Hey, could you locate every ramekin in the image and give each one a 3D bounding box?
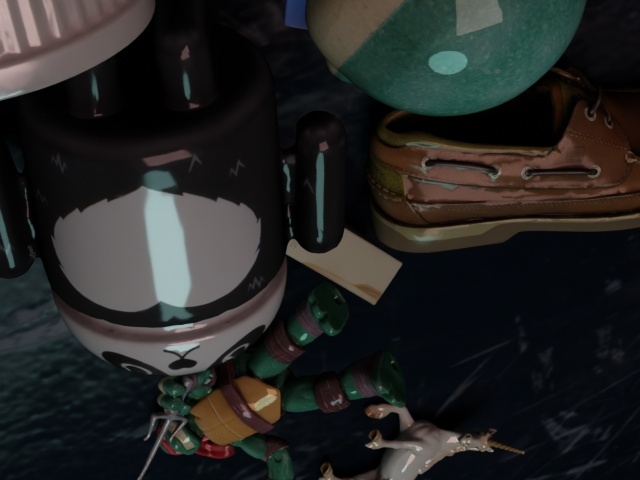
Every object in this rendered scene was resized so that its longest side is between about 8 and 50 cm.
[{"bbox_3d":[-0.208,-0.168,1.043,0.207,0.207,0.109,-17,120,-11],"label":"ramekin"}]

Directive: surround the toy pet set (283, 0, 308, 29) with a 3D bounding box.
[{"bbox_3d":[-0.004,-0.195,1.178,0.122,0.065,0.114,-22,141,-28],"label":"toy pet set"}]

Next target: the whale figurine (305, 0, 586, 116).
[{"bbox_3d":[0.098,-0.164,1.135,0.141,0.272,0.216,45,108,-1],"label":"whale figurine"}]

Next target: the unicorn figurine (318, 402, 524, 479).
[{"bbox_3d":[0.074,0.185,1.528,0.111,0.060,0.162,22,130,-35],"label":"unicorn figurine"}]

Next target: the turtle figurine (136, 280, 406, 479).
[{"bbox_3d":[-0.059,0.131,1.383,0.234,0.118,0.175,-33,129,22],"label":"turtle figurine"}]

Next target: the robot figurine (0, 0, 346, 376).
[{"bbox_3d":[-0.109,-0.037,1.195,0.173,0.209,0.278,-42,142,-39],"label":"robot figurine"}]

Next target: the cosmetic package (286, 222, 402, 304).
[{"bbox_3d":[0.000,0.000,1.344,0.115,0.060,0.041,31,94,-36],"label":"cosmetic package"}]

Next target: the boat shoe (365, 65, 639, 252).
[{"bbox_3d":[0.185,-0.072,1.340,0.307,0.110,0.104,-15,130,-13],"label":"boat shoe"}]
